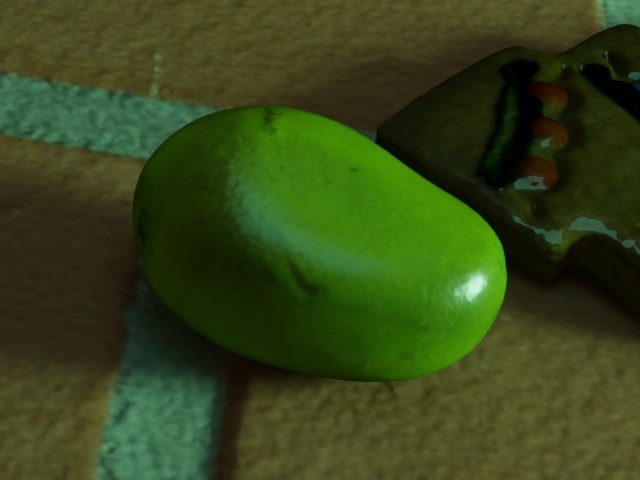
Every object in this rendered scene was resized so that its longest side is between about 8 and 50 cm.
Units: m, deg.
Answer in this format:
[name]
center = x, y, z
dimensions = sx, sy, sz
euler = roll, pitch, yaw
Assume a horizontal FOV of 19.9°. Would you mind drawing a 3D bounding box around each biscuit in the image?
[biscuit]
center = 0.177, -0.034, 0.907
dimensions = 0.302, 0.043, 0.278
euler = 3, 42, -11

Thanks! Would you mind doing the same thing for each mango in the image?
[mango]
center = -0.004, 0.003, 0.785
dimensions = 0.163, 0.089, 0.117
euler = 26, 43, 14
